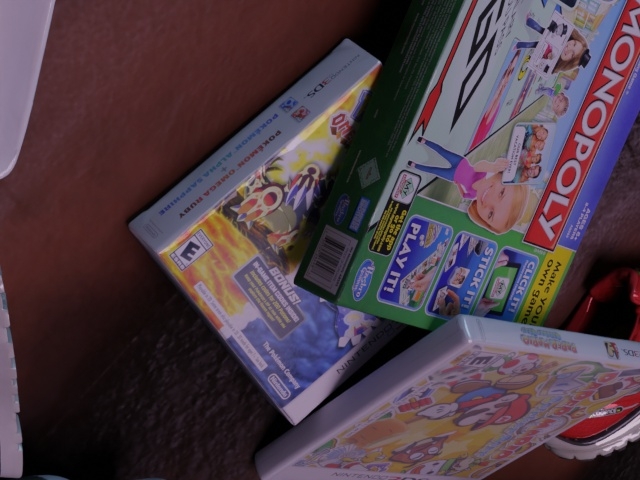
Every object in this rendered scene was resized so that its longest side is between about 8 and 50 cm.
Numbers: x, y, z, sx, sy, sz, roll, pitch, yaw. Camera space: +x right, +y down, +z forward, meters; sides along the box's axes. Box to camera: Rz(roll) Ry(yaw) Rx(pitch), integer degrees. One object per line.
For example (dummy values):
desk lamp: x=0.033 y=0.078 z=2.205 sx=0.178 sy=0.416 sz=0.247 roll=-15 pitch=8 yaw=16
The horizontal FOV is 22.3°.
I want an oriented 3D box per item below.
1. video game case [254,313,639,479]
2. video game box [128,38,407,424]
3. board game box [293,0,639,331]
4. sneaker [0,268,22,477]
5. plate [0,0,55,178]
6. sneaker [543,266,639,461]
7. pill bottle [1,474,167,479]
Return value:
video game case: x=0.099 y=0.124 z=1.161 sx=0.206 sy=0.026 sz=0.227 roll=10 pitch=143 yaw=-40
video game box: x=0.000 y=0.000 z=1.074 sx=0.187 sy=0.048 sz=0.205 roll=-43 pitch=134 yaw=-9
board game box: x=0.126 y=-0.090 z=1.062 sx=0.213 sy=0.046 sz=0.317 roll=17 pitch=98 yaw=-46
sneaker: x=-0.220 y=0.060 z=0.914 sx=0.095 sy=0.090 sz=0.235 roll=-4 pitch=132 yaw=-12
plate: x=-0.253 y=-0.163 z=0.785 sx=0.277 sy=0.045 sz=0.278 roll=1 pitch=118 yaw=-35
sneaker: x=0.272 y=0.058 z=1.272 sx=0.279 sy=0.107 sz=0.118 roll=-38 pitch=124 yaw=-12
pill bottle: x=-0.215 y=0.230 z=0.988 sx=0.283 sy=0.161 sz=0.161 roll=-5 pitch=121 yaw=-35
